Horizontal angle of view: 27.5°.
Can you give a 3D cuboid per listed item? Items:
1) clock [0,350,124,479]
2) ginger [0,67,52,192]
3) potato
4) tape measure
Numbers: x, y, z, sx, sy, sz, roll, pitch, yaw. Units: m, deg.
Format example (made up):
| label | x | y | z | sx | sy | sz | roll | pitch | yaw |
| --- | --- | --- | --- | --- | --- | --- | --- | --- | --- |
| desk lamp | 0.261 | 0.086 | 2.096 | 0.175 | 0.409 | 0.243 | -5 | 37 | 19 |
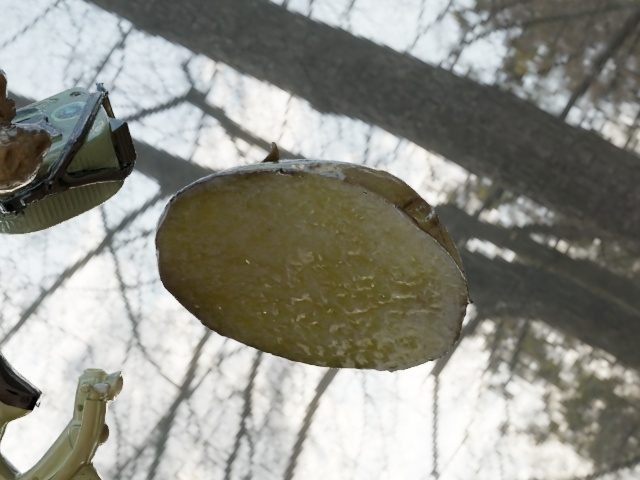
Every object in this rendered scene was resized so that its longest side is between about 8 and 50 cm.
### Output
| label | x | y | z | sx | sy | sz | roll | pitch | yaw |
| --- | --- | --- | --- | --- | --- | --- | --- | --- | --- |
| clock | -0.437 | 0.255 | 1.871 | 0.276 | 0.379 | 0.120 | -58 | 4 | 1 |
| ginger | -0.350 | -0.145 | 1.325 | 0.104 | 0.204 | 0.080 | -25 | 10 | -5 |
| potato | 0.000 | 0.000 | 1.223 | 0.239 | 0.299 | 0.116 | 92 | -170 | -46 |
| tape measure | -0.321 | -0.109 | 1.594 | 0.235 | 0.207 | 0.115 | -27 | -59 | -24 |
